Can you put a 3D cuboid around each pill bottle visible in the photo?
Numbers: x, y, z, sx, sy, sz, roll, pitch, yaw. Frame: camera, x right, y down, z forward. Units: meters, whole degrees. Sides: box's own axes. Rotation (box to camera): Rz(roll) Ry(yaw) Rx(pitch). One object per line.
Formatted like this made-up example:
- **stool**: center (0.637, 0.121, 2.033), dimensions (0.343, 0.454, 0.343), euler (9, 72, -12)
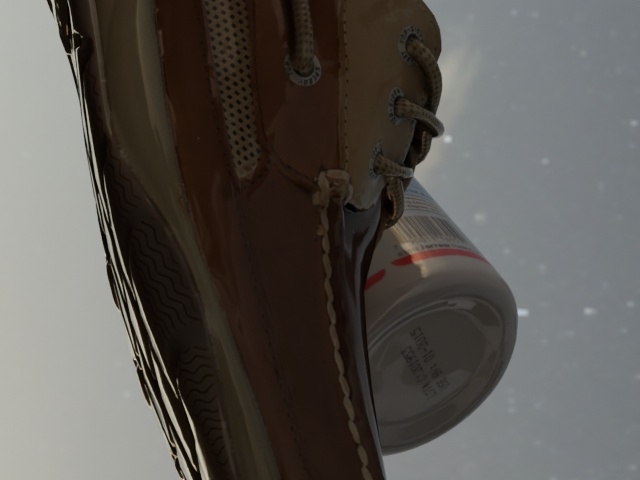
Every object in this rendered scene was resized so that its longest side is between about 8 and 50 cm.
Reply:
- **pill bottle**: center (0.000, 0.000, 0.641), dimensions (0.160, 0.087, 0.087), euler (53, -43, 42)

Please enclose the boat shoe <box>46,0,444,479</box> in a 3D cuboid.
- **boat shoe**: center (-0.016, -0.045, 0.508), dimensions (0.123, 0.116, 0.324), euler (123, -48, -75)
